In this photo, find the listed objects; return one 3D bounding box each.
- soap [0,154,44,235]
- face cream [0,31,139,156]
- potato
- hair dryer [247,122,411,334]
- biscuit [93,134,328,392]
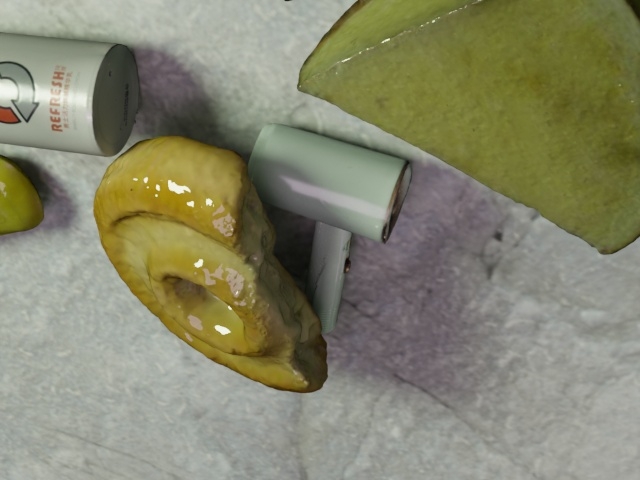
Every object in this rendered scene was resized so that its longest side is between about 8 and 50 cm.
[{"bbox_3d":[-0.322,-0.039,1.556,0.140,0.045,0.089,-11,122,31],"label":"soap"},{"bbox_3d":[-0.272,-0.130,1.419,0.214,0.096,0.096,8,132,16],"label":"face cream"},{"bbox_3d":[0.164,-0.107,1.262,0.269,0.112,0.255,-18,126,37],"label":"potato"},{"bbox_3d":[0.000,0.000,1.463,0.131,0.073,0.236,17,143,9],"label":"hair dryer"},{"bbox_3d":[-0.102,0.025,1.448,0.213,0.091,0.274,13,147,40],"label":"biscuit"}]
